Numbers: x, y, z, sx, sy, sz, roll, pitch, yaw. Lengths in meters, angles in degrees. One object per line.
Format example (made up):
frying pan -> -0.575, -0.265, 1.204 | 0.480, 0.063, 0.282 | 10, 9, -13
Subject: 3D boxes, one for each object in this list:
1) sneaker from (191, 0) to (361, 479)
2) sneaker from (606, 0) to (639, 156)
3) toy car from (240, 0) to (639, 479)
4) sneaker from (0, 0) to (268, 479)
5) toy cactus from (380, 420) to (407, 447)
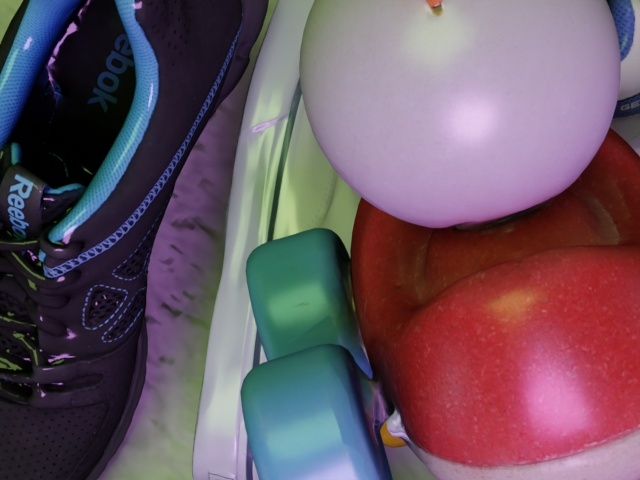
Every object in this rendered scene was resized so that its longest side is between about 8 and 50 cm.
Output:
sneaker -> 0.000, 0.000, 0.780 | 0.091, 0.094, 0.258 | 7, 80, 0
sneaker -> 0.061, -0.152, 0.772 | 0.296, 0.131, 0.112 | 38, 90, 25
toy car -> 0.057, -0.044, 0.596 | 0.219, 0.210, 0.238 | -17, 114, 6
sneaker -> -0.135, -0.001, 0.742 | 0.125, 0.139, 0.341 | 22, 106, 8
toy cactus -> 0.129, 0.115, 0.697 | 0.219, 0.112, 0.180 | -30, 77, -3
